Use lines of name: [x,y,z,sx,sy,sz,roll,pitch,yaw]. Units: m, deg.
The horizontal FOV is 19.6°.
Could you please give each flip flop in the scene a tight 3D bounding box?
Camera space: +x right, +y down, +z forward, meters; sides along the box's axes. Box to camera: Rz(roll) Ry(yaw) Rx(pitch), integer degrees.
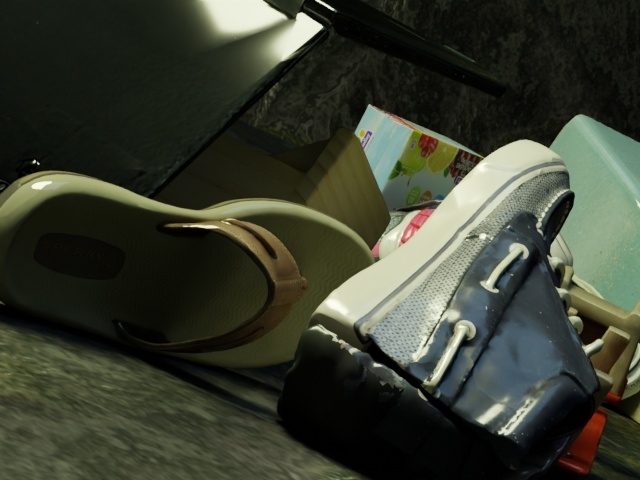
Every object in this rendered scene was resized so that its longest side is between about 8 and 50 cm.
flip flop: [-0.073,0.023,1.098,0.277,0.112,0.080,14,7,-42]

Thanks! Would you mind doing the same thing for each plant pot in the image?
plant pot: [0.370,0.047,2.196,0.247,0.248,0.252,21,23,-36]

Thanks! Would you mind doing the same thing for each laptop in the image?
laptop: [-0.149,-0.129,1.339,0.382,0.236,0.408,33,11,30]

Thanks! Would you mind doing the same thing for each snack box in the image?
snack box: [0.081,-0.042,2.022,0.070,0.174,0.207,32,7,29]

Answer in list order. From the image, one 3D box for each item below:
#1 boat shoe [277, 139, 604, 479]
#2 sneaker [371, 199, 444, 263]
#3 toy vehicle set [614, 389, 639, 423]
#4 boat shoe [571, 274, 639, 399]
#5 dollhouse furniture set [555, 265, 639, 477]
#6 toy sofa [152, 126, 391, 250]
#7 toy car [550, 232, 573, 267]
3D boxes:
boat shoe: [0.120,0.057,1.183,0.158,0.127,0.340,32,39,16]
sneaker: [0.102,0.015,1.925,0.112,0.121,0.299,3,-8,19]
toy vehicle set: [0.420,0.201,1.956,0.266,0.035,0.166,22,7,-27]
boat shoe: [0.248,0.066,1.964,0.302,0.109,0.094,37,-26,56]
dollhouse furniture set: [0.180,0.120,1.405,0.262,0.135,0.259,26,17,9]
toy sofa: [-0.143,-0.050,1.436,0.362,0.177,0.150,27,-17,24]
toy car: [0.165,0.067,1.681,0.136,0.159,0.182,60,10,5]
